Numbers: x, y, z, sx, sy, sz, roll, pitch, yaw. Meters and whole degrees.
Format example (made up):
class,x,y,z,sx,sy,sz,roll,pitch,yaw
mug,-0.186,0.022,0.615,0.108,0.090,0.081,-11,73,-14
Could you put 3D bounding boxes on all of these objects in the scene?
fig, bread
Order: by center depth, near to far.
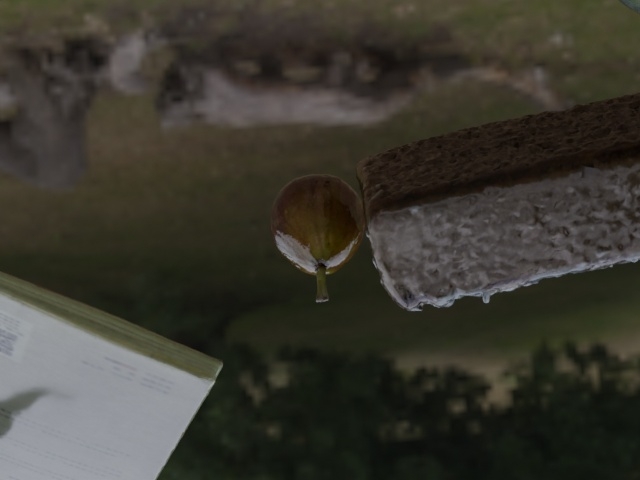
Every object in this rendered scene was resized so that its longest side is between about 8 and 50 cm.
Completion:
class,x,y,z,sx,sy,sz,roll,pitch,yaw
bread,0.241,-0.048,1.564,0.417,0.113,0.165,-12,-158,4
fig,0.000,0.000,1.650,0.089,0.089,0.125,-5,-145,-5

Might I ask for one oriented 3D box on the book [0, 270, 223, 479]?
class,x,y,z,sx,sy,sz,roll,pitch,yaw
book,-0.181,0.086,1.079,0.215,0.025,0.282,23,152,-7

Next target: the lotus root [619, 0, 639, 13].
class,x,y,z,sx,sy,sz,roll,pitch,yaw
lotus root,0.229,-0.222,1.220,0.140,0.158,0.322,15,-173,19
